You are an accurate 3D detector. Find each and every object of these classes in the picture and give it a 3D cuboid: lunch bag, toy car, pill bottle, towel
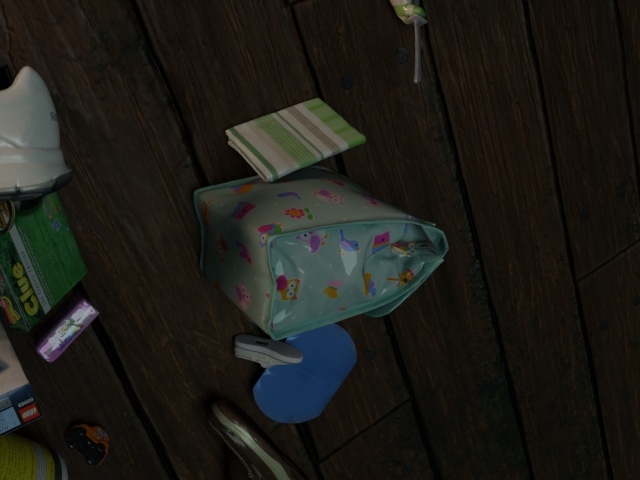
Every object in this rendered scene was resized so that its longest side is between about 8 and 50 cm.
[{"bbox_3d":[0.000,0.000,0.972,0.262,0.223,0.160,-13,116,-30],"label":"lunch bag"},{"bbox_3d":[-0.305,0.290,0.991,0.040,0.060,0.122,-46,157,-65],"label":"toy car"},{"bbox_3d":[-0.393,0.258,0.837,0.119,0.119,0.208,-52,140,-9],"label":"pill bottle"},{"bbox_3d":[-0.033,-0.131,0.988,0.152,0.113,0.023,-24,142,-26],"label":"towel"}]

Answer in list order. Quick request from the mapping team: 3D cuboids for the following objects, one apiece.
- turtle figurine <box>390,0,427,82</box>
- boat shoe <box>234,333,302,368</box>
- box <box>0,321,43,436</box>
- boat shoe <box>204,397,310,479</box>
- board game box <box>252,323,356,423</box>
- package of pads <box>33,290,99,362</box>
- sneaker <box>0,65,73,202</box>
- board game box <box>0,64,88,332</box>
[{"bbox_3d":[0.185,-0.363,1.005,0.266,0.274,0.198,-34,153,-24],"label":"turtle figurine"},{"bbox_3d":[-0.074,0.160,1.061,0.100,0.035,0.035,12,114,7],"label":"boat shoe"},{"bbox_3d":[-0.390,0.138,0.765,0.159,0.233,0.044,-24,121,-23],"label":"box"},{"bbox_3d":[-0.095,0.332,1.087,0.095,0.095,0.257,-41,121,-8],"label":"boat shoe"},{"bbox_3d":[-0.026,0.189,1.124,0.133,0.033,0.169,33,93,-35],"label":"board game box"},{"bbox_3d":[-0.308,0.104,0.916,0.083,0.050,0.032,-49,117,-11],"label":"package of pads"},{"bbox_3d":[-0.379,-0.093,0.674,0.297,0.111,0.129,-6,91,-25],"label":"sneaker"},{"bbox_3d":[-0.336,-0.046,0.820,0.030,0.136,0.260,-8,113,15],"label":"board game box"}]
